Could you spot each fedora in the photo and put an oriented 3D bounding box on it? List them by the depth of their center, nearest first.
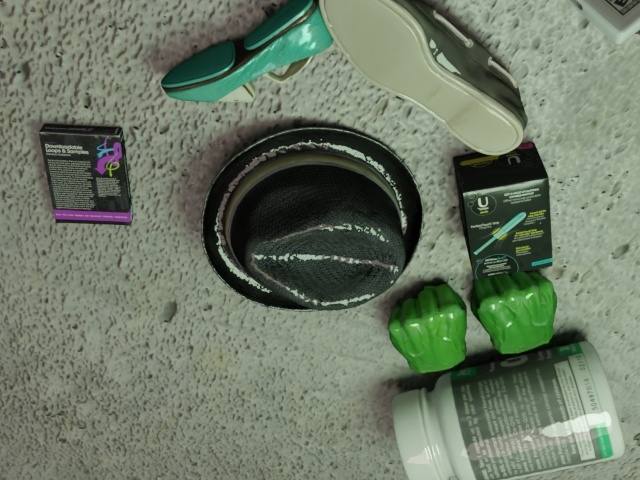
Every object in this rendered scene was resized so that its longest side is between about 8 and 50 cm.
[{"bbox_3d":[0.000,0.000,1.091,0.334,0.152,0.334,-4,115,-9],"label":"fedora"}]

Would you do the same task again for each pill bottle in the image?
[{"bbox_3d":[0.320,0.313,1.339,0.361,0.204,0.204,-16,126,12],"label":"pill bottle"}]

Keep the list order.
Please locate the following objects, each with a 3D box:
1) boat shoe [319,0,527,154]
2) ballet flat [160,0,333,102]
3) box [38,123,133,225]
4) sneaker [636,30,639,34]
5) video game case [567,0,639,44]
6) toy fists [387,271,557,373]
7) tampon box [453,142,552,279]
[{"bbox_3d":[0.137,-0.237,0.989,0.335,0.095,0.112,35,138,-22],"label":"boat shoe"},{"bbox_3d":[-0.090,-0.227,1.000,0.247,0.083,0.087,-24,130,18],"label":"ballet flat"},{"bbox_3d":[-0.344,-0.095,1.138,0.116,0.029,0.162,3,129,-3],"label":"box"},{"bbox_3d":[0.369,-0.288,0.895,0.281,0.162,0.106,21,125,-15],"label":"sneaker"},{"bbox_3d":[0.326,-0.340,0.801,0.227,0.206,0.026,-38,159,-1],"label":"video game case"},{"bbox_3d":[0.249,0.124,1.264,0.279,0.096,0.142,-14,137,9],"label":"toy fists"},{"bbox_3d":[0.268,-0.043,1.126,0.120,0.101,0.161,-10,126,7],"label":"tampon box"}]
